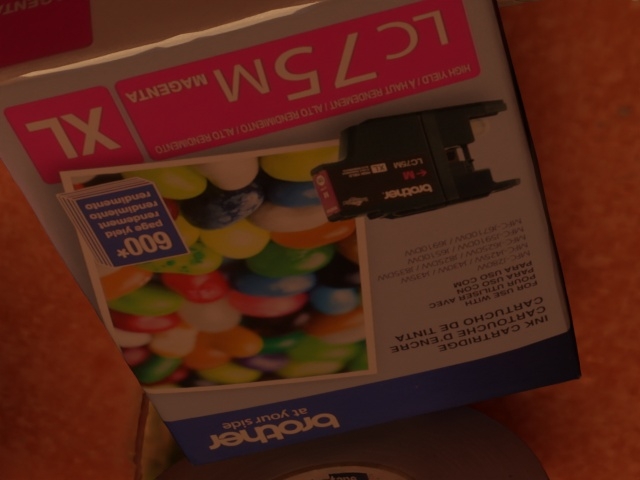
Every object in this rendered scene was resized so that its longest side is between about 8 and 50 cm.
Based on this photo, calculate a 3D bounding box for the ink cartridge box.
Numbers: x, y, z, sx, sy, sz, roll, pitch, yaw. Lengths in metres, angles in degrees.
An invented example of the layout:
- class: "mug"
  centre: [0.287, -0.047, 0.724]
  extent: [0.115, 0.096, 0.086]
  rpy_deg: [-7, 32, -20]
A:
- class: "ink cartridge box"
  centre: [0.000, 0.000, 0.702]
  extent: [0.186, 0.065, 0.311]
  rpy_deg: [-13, 143, 8]

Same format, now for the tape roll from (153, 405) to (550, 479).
- class: "tape roll"
  centre: [0.007, 0.164, 0.778]
  extent: [0.219, 0.219, 0.072]
  rpy_deg: [-9, 122, 12]

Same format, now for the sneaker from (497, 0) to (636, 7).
- class: "sneaker"
  centre: [0.106, -0.129, 0.641]
  extent: [0.229, 0.092, 0.087]
  rpy_deg: [-14, 124, 17]
